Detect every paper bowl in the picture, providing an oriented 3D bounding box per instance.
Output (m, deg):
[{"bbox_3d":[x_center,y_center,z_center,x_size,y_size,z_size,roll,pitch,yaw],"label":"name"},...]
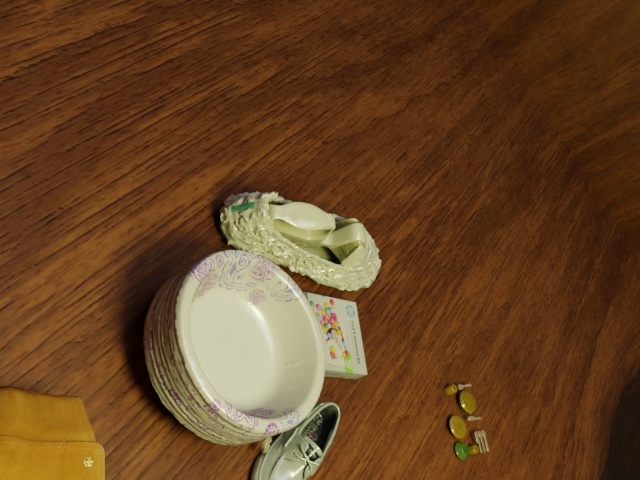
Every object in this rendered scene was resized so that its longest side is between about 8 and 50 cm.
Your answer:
[{"bbox_3d":[-0.140,0.169,1.286,0.284,0.148,0.284,27,49,-36],"label":"paper bowl"}]

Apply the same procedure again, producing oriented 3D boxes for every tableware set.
[{"bbox_3d":[0.291,0.370,1.742,0.104,0.024,0.154,4,66,-43],"label":"tableware set"}]

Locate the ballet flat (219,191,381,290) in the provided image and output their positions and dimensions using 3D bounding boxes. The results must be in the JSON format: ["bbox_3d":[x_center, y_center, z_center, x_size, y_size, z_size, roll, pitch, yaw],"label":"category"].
[{"bbox_3d":[0.000,0.000,1.560,0.409,0.147,0.147,16,56,-43],"label":"ballet flat"}]

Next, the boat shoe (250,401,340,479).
[{"bbox_3d":[-0.034,0.336,1.351,0.079,0.081,0.227,51,39,-12],"label":"boat shoe"}]

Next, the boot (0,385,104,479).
[{"bbox_3d":[-0.340,0.303,0.954,0.211,0.104,0.295,17,50,-42],"label":"boot"}]

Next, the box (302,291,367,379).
[{"bbox_3d":[0.000,0.171,1.528,0.186,0.038,0.145,16,56,-43],"label":"box"}]

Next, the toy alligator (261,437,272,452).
[{"bbox_3d":[-0.070,0.267,1.384,0.051,0.056,0.190,19,39,16],"label":"toy alligator"}]
